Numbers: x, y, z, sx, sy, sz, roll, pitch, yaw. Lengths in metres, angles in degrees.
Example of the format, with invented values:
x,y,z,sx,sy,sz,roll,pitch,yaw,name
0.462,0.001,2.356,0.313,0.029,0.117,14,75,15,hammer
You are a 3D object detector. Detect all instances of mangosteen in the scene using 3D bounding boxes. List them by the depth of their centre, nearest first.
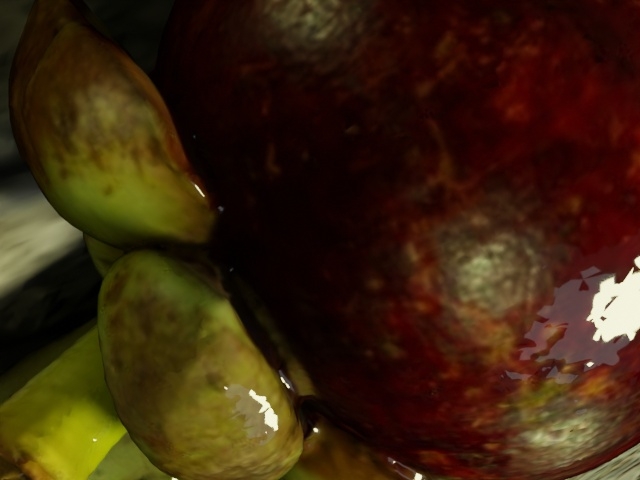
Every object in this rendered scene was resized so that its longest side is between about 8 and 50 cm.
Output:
x,y,z,sx,sy,sz,roll,pitch,yaw,name
0.006,-0.004,0.392,0.181,0.156,0.146,-34,180,17,mangosteen

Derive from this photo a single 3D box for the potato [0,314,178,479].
x,y,z,sx,sy,sz,roll,pitch,yaw,name
-0.015,0.036,0.505,0.225,0.090,0.117,-26,164,-10,potato
